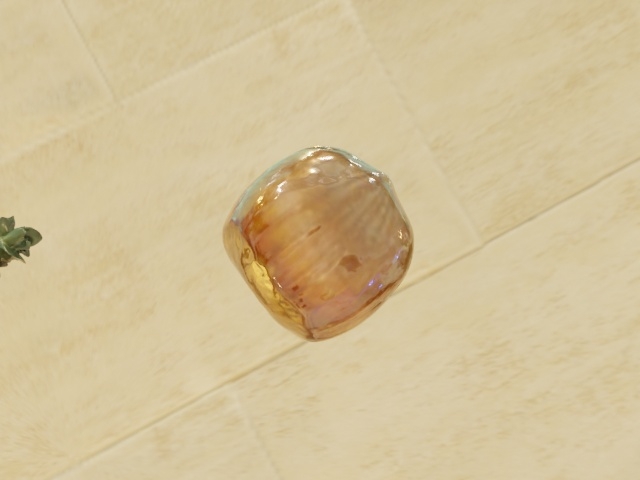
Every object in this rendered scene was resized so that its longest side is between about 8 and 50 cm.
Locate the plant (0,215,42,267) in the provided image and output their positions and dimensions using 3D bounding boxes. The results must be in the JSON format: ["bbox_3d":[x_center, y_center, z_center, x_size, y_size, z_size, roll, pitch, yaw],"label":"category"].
[{"bbox_3d":[-0.192,0.020,0.813,0.102,0.051,0.051,-29,87,31],"label":"plant"}]

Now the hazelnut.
[{"bbox_3d":[0.000,0.000,1.261,0.150,0.150,0.150,1,82,-9],"label":"hazelnut"}]
